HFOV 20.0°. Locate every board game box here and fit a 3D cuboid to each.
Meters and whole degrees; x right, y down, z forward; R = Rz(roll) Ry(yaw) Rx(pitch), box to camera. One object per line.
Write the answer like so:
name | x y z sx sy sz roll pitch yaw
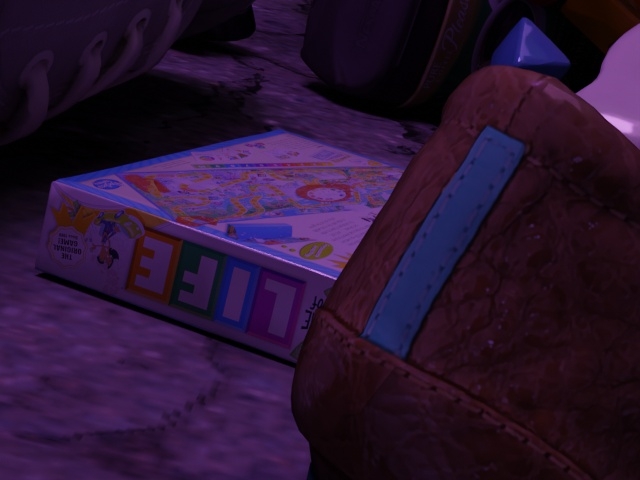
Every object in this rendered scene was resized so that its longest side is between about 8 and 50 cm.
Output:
board game box | 0.000 0.000 0.537 0.103 0.026 0.154 18 15 19

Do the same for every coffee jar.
coffee jar | 0.083 -0.108 0.889 0.184 0.096 0.079 4 25 -34

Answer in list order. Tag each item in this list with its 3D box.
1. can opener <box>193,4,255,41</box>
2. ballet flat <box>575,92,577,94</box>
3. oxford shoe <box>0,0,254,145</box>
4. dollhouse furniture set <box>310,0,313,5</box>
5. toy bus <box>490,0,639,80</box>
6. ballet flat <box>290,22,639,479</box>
can opener | -0.123 -0.138 0.928 0.186 0.073 0.059 16 52 23
ballet flat | 0.165 -0.006 0.644 0.213 0.072 0.068 7 45 -14
oxford shoe | -0.119 -0.087 0.592 0.169 0.130 0.449 -21 -5 13
dollhouse furniture set | -0.123 -0.192 0.952 0.356 0.173 0.303 -8 -3 -16
toy bus | 0.177 -0.123 0.817 0.202 0.104 0.191 7 58 -23
ballet flat | 0.121 -0.003 0.463 0.116 0.124 0.342 28 19 35
